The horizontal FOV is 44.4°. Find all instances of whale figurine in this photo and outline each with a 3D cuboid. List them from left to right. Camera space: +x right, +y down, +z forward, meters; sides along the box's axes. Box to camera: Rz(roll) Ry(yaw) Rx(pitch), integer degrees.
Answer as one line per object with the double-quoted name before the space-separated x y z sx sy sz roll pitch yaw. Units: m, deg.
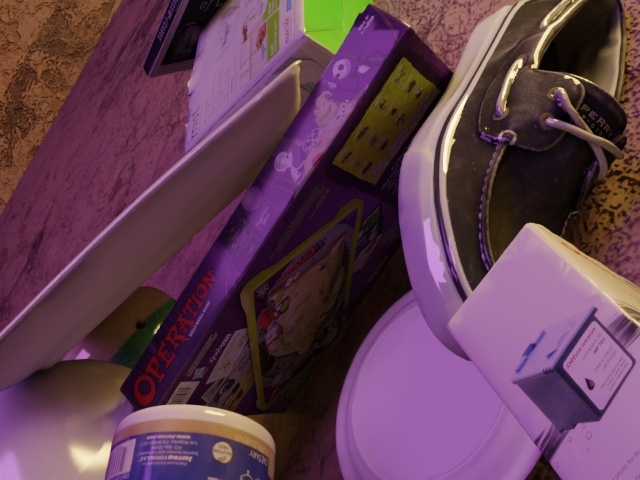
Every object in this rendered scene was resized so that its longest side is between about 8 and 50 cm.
"whale figurine" -0.222 0.177 0.926 0.216 0.141 0.272 -52 -5 -44

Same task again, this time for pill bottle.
"pill bottle" -0.088 0.208 0.484 0.112 0.112 0.187 -33 41 39

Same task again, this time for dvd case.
"dvd case" -0.141 -0.327 1.119 0.030 0.179 0.238 61 144 11

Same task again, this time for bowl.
"bowl" -0.156 0.207 0.656 0.134 0.298 0.298 -36 36 11

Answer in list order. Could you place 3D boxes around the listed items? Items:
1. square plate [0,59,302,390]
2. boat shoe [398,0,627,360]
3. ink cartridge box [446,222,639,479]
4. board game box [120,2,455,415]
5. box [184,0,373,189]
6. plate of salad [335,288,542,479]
"square plate" -0.145 -0.010 0.714 0.347 0.049 0.344 -43 7 -1
"boat shoe" 0.146 -0.076 0.541 0.119 0.121 0.335 -23 37 43
"ink cartridge box" 0.170 0.088 0.386 0.082 0.139 0.191 -56 31 13
"board game box" 0.000 0.000 0.654 0.056 0.208 0.347 39 100 32
"box" -0.053 -0.233 0.987 0.231 0.126 0.262 -39 38 34
"plate of salad" 0.090 0.114 0.570 0.200 0.048 0.200 -32 41 33
